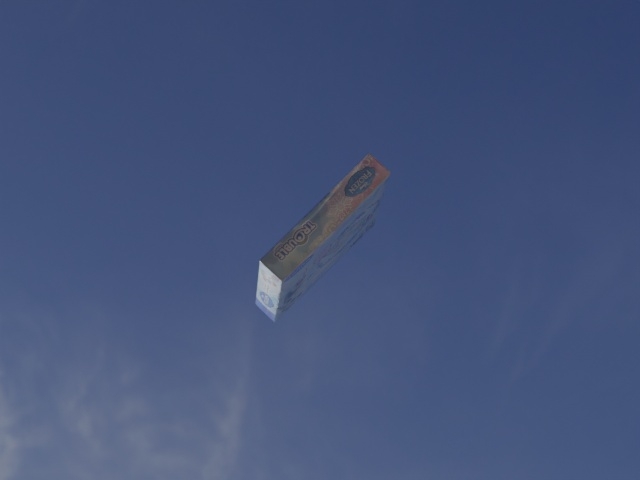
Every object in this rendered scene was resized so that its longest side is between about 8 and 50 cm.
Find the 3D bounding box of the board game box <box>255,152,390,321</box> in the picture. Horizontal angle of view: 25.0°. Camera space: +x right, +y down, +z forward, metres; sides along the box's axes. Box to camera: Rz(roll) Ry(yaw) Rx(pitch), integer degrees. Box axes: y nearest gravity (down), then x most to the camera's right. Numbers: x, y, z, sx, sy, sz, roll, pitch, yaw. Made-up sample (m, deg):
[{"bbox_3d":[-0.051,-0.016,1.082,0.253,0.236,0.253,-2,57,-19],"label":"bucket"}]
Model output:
[{"bbox_3d":[0.000,0.000,0.843,0.090,0.020,0.090,-44,-9,-16],"label":"board game box"}]
